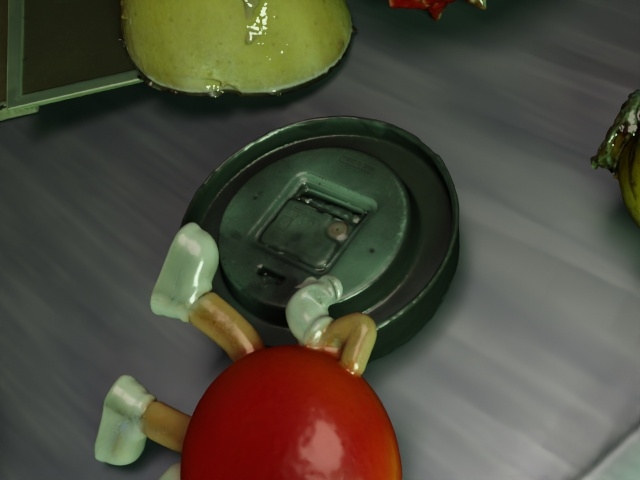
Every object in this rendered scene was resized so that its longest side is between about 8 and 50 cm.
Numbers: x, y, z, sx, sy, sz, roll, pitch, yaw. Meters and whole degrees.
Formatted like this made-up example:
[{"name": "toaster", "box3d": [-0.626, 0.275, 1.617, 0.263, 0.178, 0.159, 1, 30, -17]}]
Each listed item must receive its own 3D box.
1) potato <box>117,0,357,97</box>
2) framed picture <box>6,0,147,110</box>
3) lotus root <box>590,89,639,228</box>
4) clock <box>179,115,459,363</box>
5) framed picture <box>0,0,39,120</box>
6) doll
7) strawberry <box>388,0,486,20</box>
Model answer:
[{"name": "potato", "box3d": [-0.074, -0.210, 0.711, 0.182, 0.117, 0.202, -22, 52, -12]}, {"name": "framed picture", "box3d": [-0.176, -0.216, 0.810, 0.197, 0.014, 0.252, -13, 52, -1]}, {"name": "lotus root", "box3d": [0.253, -0.034, 0.493, 0.210, 0.120, 0.120, 16, 62, 26]}, {"name": "clock", "box3d": [0.000, 0.000, 0.595, 0.185, 0.040, 0.184, -9, 53, 12]}, {"name": "framed picture", "box3d": [-0.379, -0.170, 0.856, 0.289, 0.016, 0.213, -10, 54, 11]}, {"name": "doll", "box3d": [-0.029, 0.103, 0.492, 0.217, 0.085, 0.183, 31, 100, 38]}, {"name": "strawberry", "box3d": [0.079, -0.299, 0.654, 0.205, 0.244, 0.205, -9, 51, 12]}]
